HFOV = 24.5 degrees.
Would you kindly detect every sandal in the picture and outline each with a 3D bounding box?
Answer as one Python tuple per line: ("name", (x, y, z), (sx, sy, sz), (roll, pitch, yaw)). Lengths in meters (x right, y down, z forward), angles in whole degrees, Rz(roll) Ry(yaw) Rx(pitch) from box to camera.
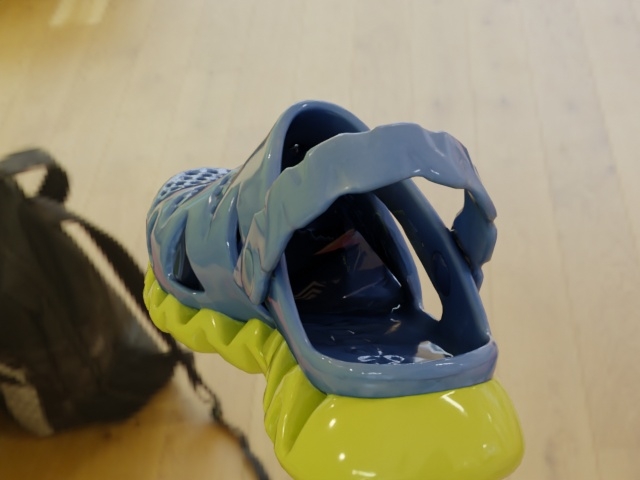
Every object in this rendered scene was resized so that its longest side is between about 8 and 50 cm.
("sandal", (0.000, 0.000, 0.671), (0.126, 0.138, 0.317), (-6, 15, -23))
